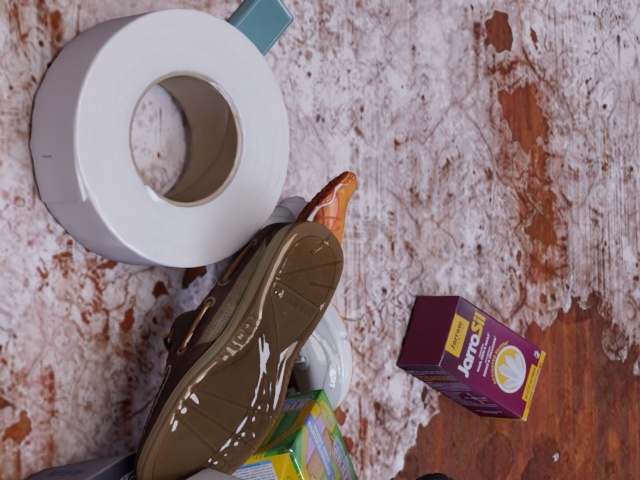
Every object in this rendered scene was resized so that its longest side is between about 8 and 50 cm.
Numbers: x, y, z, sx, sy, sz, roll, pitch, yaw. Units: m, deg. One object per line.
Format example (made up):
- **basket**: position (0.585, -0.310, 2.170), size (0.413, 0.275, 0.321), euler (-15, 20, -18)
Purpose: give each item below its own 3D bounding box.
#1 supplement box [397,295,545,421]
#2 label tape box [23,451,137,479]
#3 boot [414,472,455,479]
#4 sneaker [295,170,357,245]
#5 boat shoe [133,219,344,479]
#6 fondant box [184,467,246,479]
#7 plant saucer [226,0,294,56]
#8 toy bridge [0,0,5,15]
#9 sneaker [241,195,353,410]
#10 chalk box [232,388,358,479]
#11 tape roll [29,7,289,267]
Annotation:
- **supplement box**: position (0.202, 0.157, 2.043), size (0.188, 0.081, 0.104), euler (33, 67, -35)
- **label tape box**: position (-0.256, 0.367, 1.592), size (0.334, 0.106, 0.240), euler (-25, 104, -55)
- **boot**: position (0.010, 0.387, 1.687), size (0.118, 0.338, 0.223), euler (47, 40, 4)
- **sneaker**: position (0.000, 0.000, 1.779), size (0.067, 0.064, 0.175), euler (31, 80, -14)
- **boat shoe**: position (-0.105, 0.124, 1.664), size (0.123, 0.123, 0.342), euler (37, 75, -35)
- **fondant box**: position (-0.149, 0.423, 1.529), size (0.238, 0.096, 0.330), euler (-21, 117, -53)
- **plant saucer**: position (-0.096, -0.229, 1.843), size (0.067, 0.018, 0.192), euler (53, 55, -26)
- **toy bridge**: position (-0.373, -0.316, 1.575), size (0.063, 0.026, 0.188), euler (-78, 150, -54)
- **sneaker**: position (-0.047, 0.085, 1.828), size (0.121, 0.099, 0.262), euler (-13, 89, -34)
- **chalk box**: position (-0.046, 0.259, 1.756), size (0.213, 0.132, 0.132), euler (-58, 130, -68)
- **tape roll**: position (-0.174, -0.111, 1.698), size (0.286, 0.100, 0.286), euler (-2, 92, -39)
